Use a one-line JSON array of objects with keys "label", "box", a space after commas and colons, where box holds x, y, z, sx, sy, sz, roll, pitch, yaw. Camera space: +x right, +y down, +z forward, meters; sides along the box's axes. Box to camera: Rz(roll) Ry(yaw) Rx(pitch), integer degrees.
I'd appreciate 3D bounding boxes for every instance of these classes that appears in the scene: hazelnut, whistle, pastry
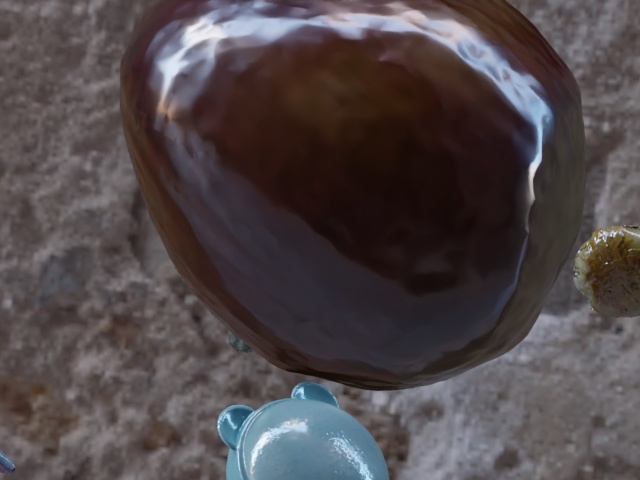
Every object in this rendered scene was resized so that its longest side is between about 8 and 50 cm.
[{"label": "hazelnut", "box": [0.025, -0.071, 1.013, 0.353, 0.421, 0.421, -41, -31, 26]}, {"label": "whistle", "box": [-0.596, 0.342, 2.119, 0.176, 0.033, 0.033, 43, -12, -8]}, {"label": "pastry", "box": [0.466, 0.047, 1.903, 0.153, 0.153, 0.081, 4, 25, 28]}]

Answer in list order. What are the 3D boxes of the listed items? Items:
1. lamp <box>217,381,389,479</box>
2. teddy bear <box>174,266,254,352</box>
[{"label": "lamp", "box": [-0.001, 0.314, 1.507, 0.209, 0.284, 0.147, -13, -11, -39]}, {"label": "teddy bear", "box": [-0.099, 0.011, 1.666, 0.236, 0.267, 0.151, -21, -20, -51]}]
